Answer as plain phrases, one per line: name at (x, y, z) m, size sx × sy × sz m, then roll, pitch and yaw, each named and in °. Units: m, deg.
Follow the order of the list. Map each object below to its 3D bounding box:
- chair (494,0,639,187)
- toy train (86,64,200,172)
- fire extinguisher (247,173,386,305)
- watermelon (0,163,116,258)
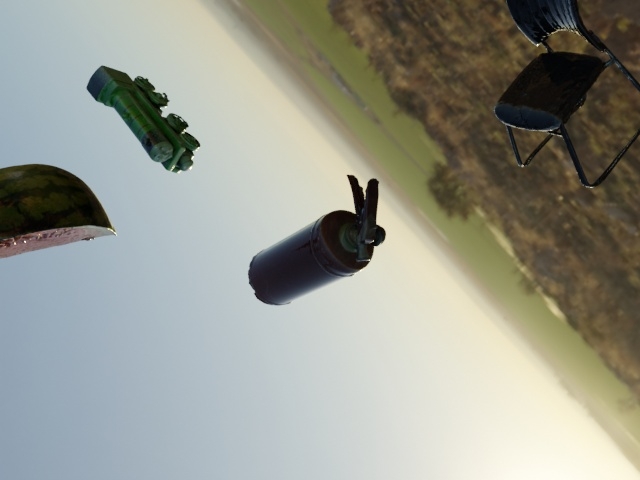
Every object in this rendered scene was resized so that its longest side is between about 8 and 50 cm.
chair at (0.293, -0.199, 1.080) m, size 0.221 × 0.145 × 0.140 m, roll 47°, pitch 170°, yaw -32°
toy train at (-0.315, -0.217, 1.533) m, size 0.119 × 0.085 × 0.251 m, roll 10°, pitch -147°, yaw -53°
fire extinguisher at (0.000, 0.000, 1.368) m, size 0.106 × 0.337 × 0.147 m, roll -2°, pitch -106°, yaw -34°
watermelon at (-0.474, -0.030, 1.395) m, size 0.128 × 0.303 × 0.159 m, roll 36°, pitch 133°, yaw 51°
